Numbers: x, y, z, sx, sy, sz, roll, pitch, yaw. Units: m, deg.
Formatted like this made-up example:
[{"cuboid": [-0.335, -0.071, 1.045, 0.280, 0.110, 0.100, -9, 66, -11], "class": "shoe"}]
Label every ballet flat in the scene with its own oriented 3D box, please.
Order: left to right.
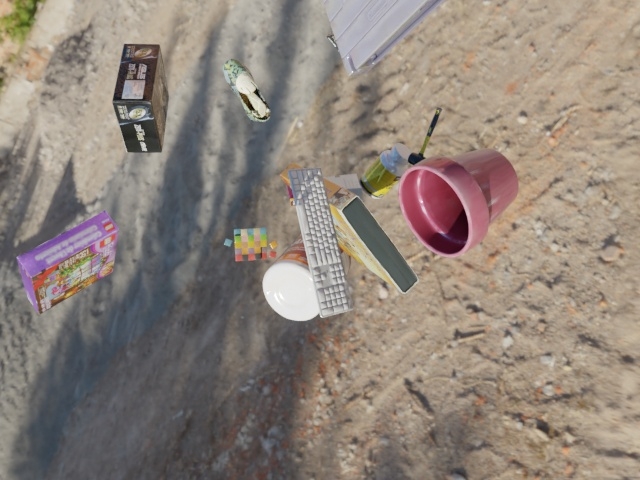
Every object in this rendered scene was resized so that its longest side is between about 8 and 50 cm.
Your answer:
[{"cuboid": [-0.171, -0.362, 1.578, 0.070, 0.188, 0.070, -12, 54, 17], "class": "ballet flat"}]

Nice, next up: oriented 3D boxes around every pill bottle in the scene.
[{"cuboid": [-0.023, 0.089, 2.265, 0.224, 0.224, 0.392, -42, 4, 34], "class": "pill bottle"}, {"cuboid": [0.216, -0.227, 2.100, 0.184, 0.103, 0.103, -47, 39, 38], "class": "pill bottle"}]

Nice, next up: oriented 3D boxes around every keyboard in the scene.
[{"cuboid": [0.000, 0.000, 1.106, 0.014, 0.072, 0.256, -18, 83, 46], "class": "keyboard"}]

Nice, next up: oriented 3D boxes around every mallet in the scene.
[{"cuboid": [0.328, -0.302, 1.938, 0.062, 0.039, 0.190, 39, 116, 28], "class": "mallet"}]

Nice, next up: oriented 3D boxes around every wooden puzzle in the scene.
[{"cuboid": [-0.106, 0.006, 0.994, 0.006, 0.083, 0.049, -155, 62, -72], "class": "wooden puzzle"}]

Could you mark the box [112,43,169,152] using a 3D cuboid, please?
[{"cuboid": [-0.373, -0.299, 1.362, 0.147, 0.077, 0.180, 95, 173, -54], "class": "box"}]

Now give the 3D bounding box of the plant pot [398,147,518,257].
[{"cuboid": [0.287, -0.091, 1.292, 0.201, 0.180, 0.201, 42, 148, 35], "class": "plant pot"}]

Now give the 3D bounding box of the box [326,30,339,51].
[{"cuboid": [0.056, -0.413, 1.379, 0.018, 0.083, 0.067, -48, 24, -8], "class": "box"}]

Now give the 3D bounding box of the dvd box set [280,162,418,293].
[{"cuboid": [0.067, -0.043, 1.737, 0.062, 0.307, 0.420, -43, 29, -6], "class": "dvd box set"}]

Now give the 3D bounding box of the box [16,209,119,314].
[{"cuboid": [-0.558, 0.055, 1.447, 0.057, 0.201, 0.293, 53, 152, 5], "class": "box"}]

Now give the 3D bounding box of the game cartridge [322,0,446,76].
[{"cuboid": [0.096, -0.442, 1.063, 0.355, 0.068, 0.230, 160, 96, -69], "class": "game cartridge"}]

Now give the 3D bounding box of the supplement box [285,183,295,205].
[{"cuboid": [-0.073, -0.153, 1.963, 0.043, 0.055, 0.083, 92, 164, -69], "class": "supplement box"}]

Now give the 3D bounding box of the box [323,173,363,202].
[{"cuboid": [0.079, -0.109, 2.143, 0.181, 0.119, 0.182, -99, 3, -69], "class": "box"}]
